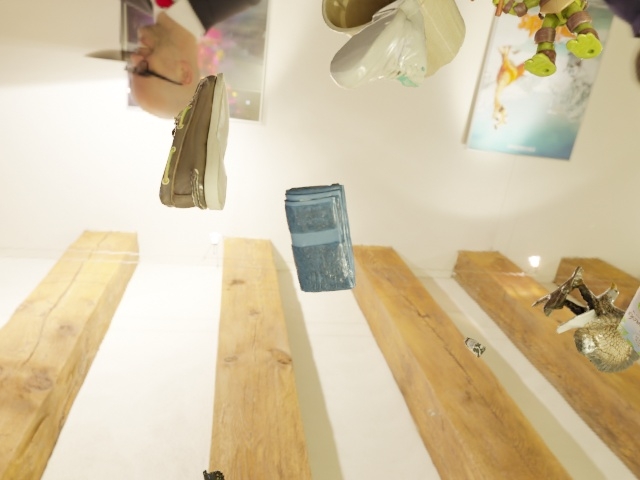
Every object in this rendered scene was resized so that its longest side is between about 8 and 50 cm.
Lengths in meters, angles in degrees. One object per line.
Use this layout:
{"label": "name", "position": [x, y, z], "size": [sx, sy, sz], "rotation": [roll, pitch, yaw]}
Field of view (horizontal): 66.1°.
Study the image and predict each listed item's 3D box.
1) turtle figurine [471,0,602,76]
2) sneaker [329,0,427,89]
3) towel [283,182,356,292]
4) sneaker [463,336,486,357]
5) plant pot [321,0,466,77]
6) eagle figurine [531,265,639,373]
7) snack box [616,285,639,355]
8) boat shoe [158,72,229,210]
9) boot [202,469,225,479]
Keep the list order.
{"label": "turtle figurine", "position": [0.382, -0.383, 0.815], "size": [0.269, 0.218, 0.087], "rotation": [-6, 158, 34]}
{"label": "sneaker", "position": [0.086, -0.212, 0.569], "size": [0.080, 0.094, 0.212], "rotation": [-11, -148, 39]}
{"label": "towel", "position": [0.000, 0.000, 0.525], "size": [0.067, 0.120, 0.029], "rotation": [-6, -159, 8]}
{"label": "sneaker", "position": [0.460, 0.315, 1.467], "size": [0.043, 0.040, 0.109], "rotation": [37, 173, 41]}
{"label": "plant pot", "position": [0.226, -0.608, 1.315], "size": [0.305, 0.334, 0.333], "rotation": [29, -179, -45]}
{"label": "eagle figurine", "position": [0.721, 0.198, 1.215], "size": [0.298, 0.225, 0.226], "rotation": [38, 180, 10]}
{"label": "snack box", "position": [0.554, 0.131, 0.801], "size": [0.037, 0.141, 0.100], "rotation": [-6, -143, -9]}
{"label": "boat shoe", "position": [-0.212, -0.182, 0.855], "size": [0.096, 0.117, 0.325], "rotation": [-3, -127, -3]}
{"label": "boot", "position": [-0.282, 0.763, 1.495], "size": [0.197, 0.137, 0.077], "rotation": [-19, 163, 22]}
